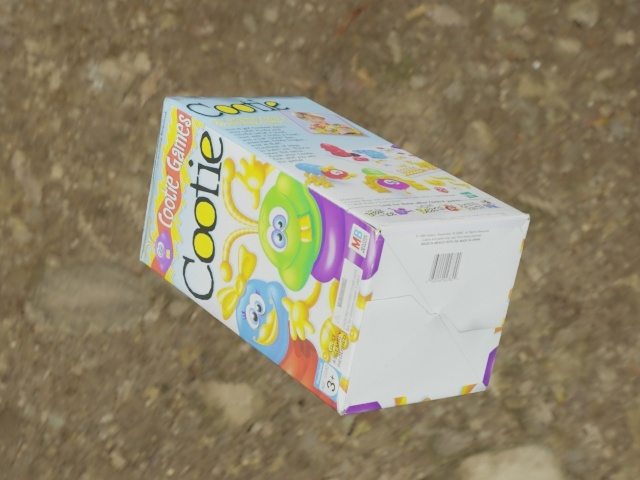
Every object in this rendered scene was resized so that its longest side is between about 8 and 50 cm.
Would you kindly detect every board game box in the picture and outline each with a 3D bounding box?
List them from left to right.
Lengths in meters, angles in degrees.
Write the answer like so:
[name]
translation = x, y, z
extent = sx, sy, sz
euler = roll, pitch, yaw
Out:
[board game box]
translation = 0.000, 0.000, 1.136
extent = 0.144, 0.275, 0.142
euler = -4, 115, -37
